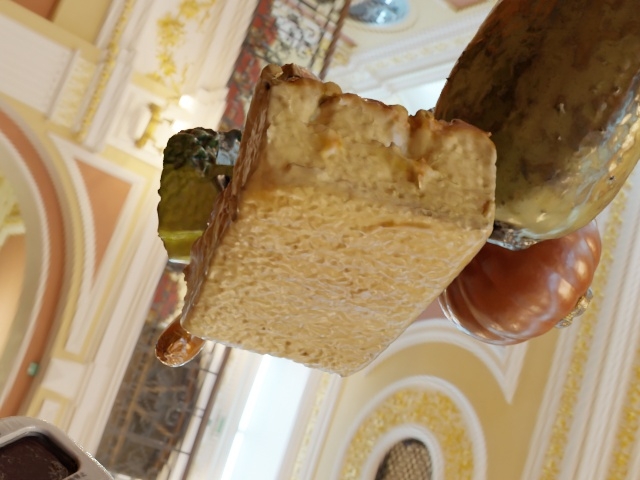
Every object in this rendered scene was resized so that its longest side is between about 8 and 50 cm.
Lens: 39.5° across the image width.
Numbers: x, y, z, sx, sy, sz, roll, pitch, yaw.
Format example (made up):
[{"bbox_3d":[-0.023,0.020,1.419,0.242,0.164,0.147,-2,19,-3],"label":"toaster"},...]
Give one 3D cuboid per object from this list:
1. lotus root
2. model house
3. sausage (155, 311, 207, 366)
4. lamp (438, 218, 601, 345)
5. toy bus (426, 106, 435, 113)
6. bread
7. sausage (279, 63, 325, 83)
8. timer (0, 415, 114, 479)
[{"bbox_3d":[0.206,-0.139,0.743,0.309,0.173,0.173,-61,-150,2],"label":"lotus root"},{"bbox_3d":[-0.051,-0.047,1.029,0.211,0.194,0.170,2,-99,29],"label":"model house"},{"bbox_3d":[-0.169,0.116,1.173,0.062,0.054,0.183,-24,-169,19],"label":"sausage"},{"bbox_3d":[0.241,0.025,1.095,0.223,0.196,0.223,-50,-170,12],"label":"lamp"},{"bbox_3d":[0.192,-0.161,1.598,0.087,0.098,0.178,-29,-156,25],"label":"toy bus"},{"bbox_3d":[0.000,0.000,0.713,0.275,0.184,0.114,121,-19,-53],"label":"bread"},{"bbox_3d":[0.005,-0.226,1.582,0.076,0.302,0.103,-41,-130,12],"label":"sausage"},{"bbox_3d":[-0.421,0.359,1.234,0.237,0.262,0.087,34,-68,19],"label":"timer"}]
